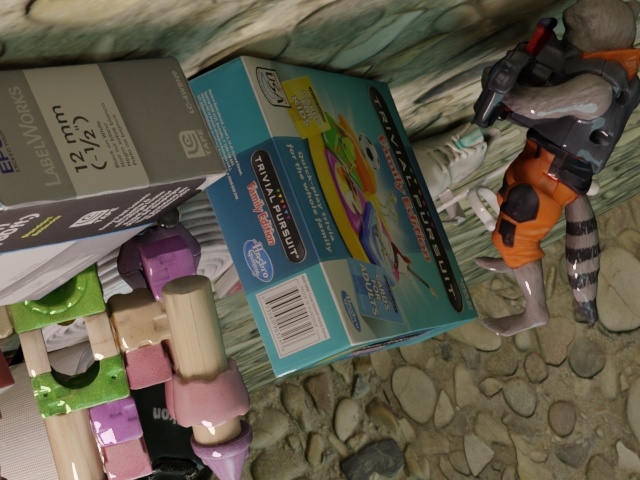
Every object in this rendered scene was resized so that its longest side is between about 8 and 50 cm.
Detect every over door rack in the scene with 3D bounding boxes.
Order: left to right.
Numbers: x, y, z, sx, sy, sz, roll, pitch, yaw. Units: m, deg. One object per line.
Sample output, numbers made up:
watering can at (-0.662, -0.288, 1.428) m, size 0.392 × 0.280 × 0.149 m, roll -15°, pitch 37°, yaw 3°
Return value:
over door rack at (0.246, -0.056, 2.194) m, size 0.239 × 0.108 × 0.324 m, roll -32°, pitch -178°, yaw 19°

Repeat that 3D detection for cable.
cable at (-0.208, 0.029, 1.758) m, size 0.257 × 0.089 × 0.257 m, roll -29°, pitch 170°, yaw 25°

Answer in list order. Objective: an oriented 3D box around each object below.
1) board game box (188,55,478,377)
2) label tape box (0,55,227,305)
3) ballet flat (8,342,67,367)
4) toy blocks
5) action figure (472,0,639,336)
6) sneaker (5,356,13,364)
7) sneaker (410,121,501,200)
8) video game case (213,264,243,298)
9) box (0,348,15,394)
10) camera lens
board game box at (0.015, -0.024, 1.492) m, size 0.079 × 0.254 × 0.336 m, roll -24°, pitch 173°, yaw 22°
label tape box at (-0.274, -0.022, 1.199) m, size 0.249 × 0.115 × 0.347 m, roll -30°, pitch 171°, yaw 36°
ballet flat at (-0.363, 0.148, 2.038) m, size 0.058 × 0.084 × 0.250 m, roll 9°, pitch 142°, yaw -26°
toy blocks at (-0.215, 0.144, 1.510) m, size 0.288 × 0.260 × 0.309 m, roll -15°, pitch -159°, yaw -9°
action figure at (0.247, -0.100, 1.688) m, size 0.341 × 0.178 × 0.330 m, roll -44°, pitch 151°, yaw -68°
sneaker at (-0.426, 0.191, 2.153) m, size 0.221 × 0.087 × 0.128 m, roll -20°, pitch 172°, yaw -32°
sneaker at (0.155, -0.106, 2.025) m, size 0.094 × 0.080 × 0.212 m, roll -35°, pitch 177°, yaw 30°
video game case at (0.000, 0.000, 2.367) m, size 0.285 × 0.025 × 0.204 m, roll -21°, pitch 171°, yaw -22°
box at (-0.406, 0.117, 1.611) m, size 0.170 × 0.130 × 0.091 m, roll -16°, pitch 167°, yaw -47°
camera lens at (-0.273, 0.232, 1.901) m, size 0.274 × 0.219 × 0.219 m, roll -20°, pitch 175°, yaw 31°
